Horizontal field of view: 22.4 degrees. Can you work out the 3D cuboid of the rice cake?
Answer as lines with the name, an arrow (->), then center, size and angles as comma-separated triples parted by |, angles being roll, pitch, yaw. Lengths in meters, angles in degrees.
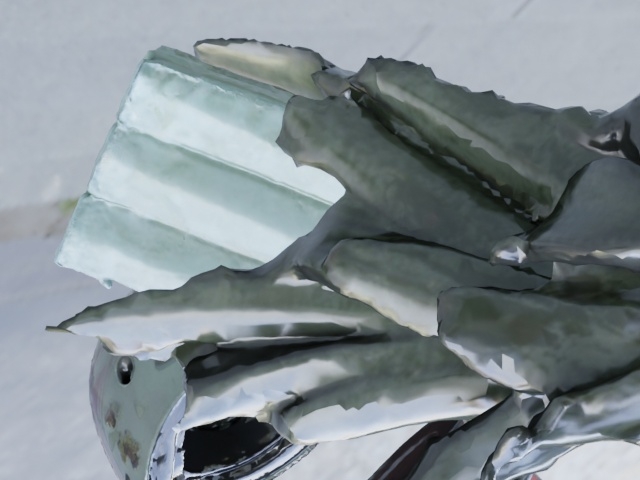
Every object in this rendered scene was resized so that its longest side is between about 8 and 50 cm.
rice cake -> 0.000, 0.000, 0.715 | 0.124, 0.211, 0.038 | -64, 179, 20

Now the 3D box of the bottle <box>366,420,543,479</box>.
bottle -> 0.081, 0.124, 0.474 | 0.060, 0.164, 0.060 | -44, -178, 1

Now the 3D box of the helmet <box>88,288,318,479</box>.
helmet -> -0.058, 0.067, 0.865 | 0.153, 0.107, 0.177 | -40, 163, -4

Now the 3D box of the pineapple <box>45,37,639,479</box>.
pineapple -> 0.113, 0.021, 0.332 | 0.165, 0.364, 0.166 | -25, 125, -43
